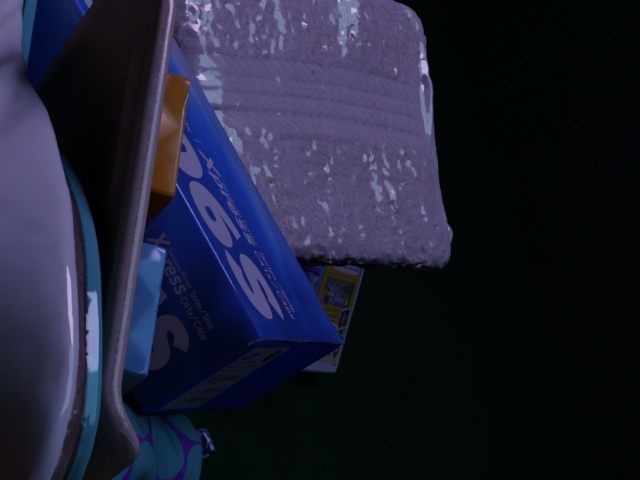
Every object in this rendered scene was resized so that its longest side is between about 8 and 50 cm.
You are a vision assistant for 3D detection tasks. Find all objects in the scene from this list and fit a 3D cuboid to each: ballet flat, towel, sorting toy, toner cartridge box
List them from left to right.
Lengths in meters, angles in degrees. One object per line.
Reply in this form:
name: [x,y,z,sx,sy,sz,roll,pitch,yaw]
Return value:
ballet flat: [-0.179,-0.042,0.821,0.400,0.139,0.139,-104,166,-46]
sorting toy: [-0.100,0.014,0.841,0.193,0.038,0.208,139,-43,-58]
toner cartridge box: [-0.119,-0.077,1.061,0.347,0.075,0.165,61,10,10]
towel: [-0.007,-0.073,1.253,0.282,0.049,0.187,2,79,-55]

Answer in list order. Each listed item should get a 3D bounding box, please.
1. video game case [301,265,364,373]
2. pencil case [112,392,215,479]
video game case: [0.000,0.000,1.446,0.212,0.023,0.193,18,87,-74]
pencil case: [-0.105,0.109,0.970,0.070,0.064,0.152,60,11,11]
